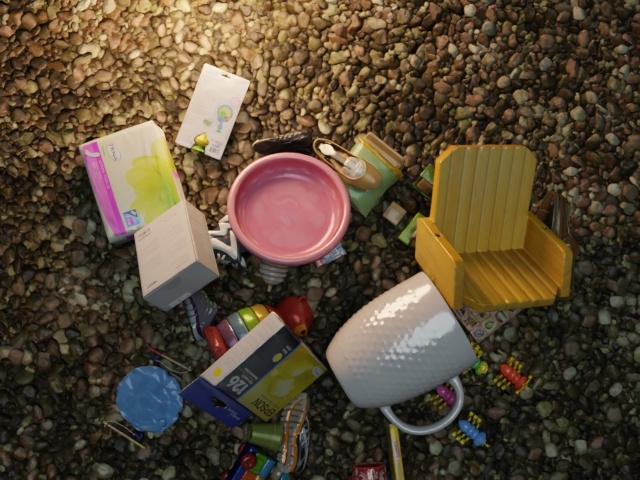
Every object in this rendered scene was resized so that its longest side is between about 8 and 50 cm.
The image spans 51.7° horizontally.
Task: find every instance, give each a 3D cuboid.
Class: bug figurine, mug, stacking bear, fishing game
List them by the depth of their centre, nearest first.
[{"bbox_3d":[0.219,0.321,1.712,0.328,0.276,0.374,-31,84,2],"label":"mug"},{"bbox_3d":[0.118,0.686,1.761,0.150,0.113,0.169,-3,81,-3],"label":"mug"},{"bbox_3d":[-0.153,0.244,1.776,0.289,0.175,0.164,-25,41,-14],"label":"stacking bear"},{"bbox_3d":[0.432,0.418,1.809,0.216,0.072,0.279,37,86,3],"label":"bug figurine"},{"bbox_3d":[-0.463,0.432,1.809,0.189,0.041,0.264,27,93,2],"label":"fishing game"}]

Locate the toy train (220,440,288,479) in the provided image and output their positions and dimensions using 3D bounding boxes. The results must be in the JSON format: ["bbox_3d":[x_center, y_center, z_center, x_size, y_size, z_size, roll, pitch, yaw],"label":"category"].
[{"bbox_3d":[-0.201,0.678,1.767,0.143,0.105,0.248,32,85,-11],"label":"toy train"}]

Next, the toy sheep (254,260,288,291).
[{"bbox_3d":[-0.131,0.077,1.827,0.091,0.091,0.132,11,98,0],"label":"toy sheep"}]

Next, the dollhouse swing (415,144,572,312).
[{"bbox_3d":[0.459,-0.041,1.670,0.347,0.315,0.304,-3,125,-20],"label":"dollhouse swing"}]

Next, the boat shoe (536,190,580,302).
[{"bbox_3d":[0.660,0.019,1.840,0.105,0.111,0.307,4,94,-4],"label":"boat shoe"}]

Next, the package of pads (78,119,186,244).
[{"bbox_3d":[-0.509,-0.162,1.832,0.229,0.101,0.296,-20,86,-2],"label":"package of pads"}]

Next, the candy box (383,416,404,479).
[{"bbox_3d":[0.200,0.585,1.772,0.027,0.105,0.205,-7,85,-2],"label":"candy box"}]

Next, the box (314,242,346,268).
[{"bbox_3d":[0.000,0.000,1.862,0.094,0.027,0.137,-27,85,-5],"label":"box"}]

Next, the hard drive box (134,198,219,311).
[{"bbox_3d":[-0.378,0.036,1.714,0.181,0.089,0.232,-33,47,14],"label":"hard drive box"}]

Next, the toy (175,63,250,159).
[{"bbox_3d":[-0.304,-0.362,1.877,0.137,0.056,0.237,21,90,-3],"label":"toy"}]

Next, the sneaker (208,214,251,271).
[{"bbox_3d":[-0.275,0.048,1.819,0.235,0.094,0.153,-38,78,-14],"label":"sneaker"}]

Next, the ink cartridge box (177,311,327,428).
[{"bbox_3d":[-0.161,0.361,1.701,0.307,0.303,0.072,-42,53,-6],"label":"ink cartridge box"}]

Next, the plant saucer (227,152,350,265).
[{"bbox_3d":[-0.086,-0.078,1.801,0.333,0.084,0.331,2,66,-4],"label":"plant saucer"}]

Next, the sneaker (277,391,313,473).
[{"bbox_3d":[-0.059,0.521,1.793,0.083,0.084,0.214,24,70,-38],"label":"sneaker"}]

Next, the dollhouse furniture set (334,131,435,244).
[{"bbox_3d":[0.184,-0.153,1.817,0.302,0.151,0.197,38,85,3],"label":"dollhouse furniture set"}]

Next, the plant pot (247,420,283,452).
[{"bbox_3d":[-0.152,0.521,1.772,0.079,0.083,0.083,14,84,-19],"label":"plant pot"}]

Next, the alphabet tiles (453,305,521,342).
[{"bbox_3d":[0.449,0.135,1.864,0.198,0.009,0.237,-36,85,-5],"label":"alphabet tiles"}]

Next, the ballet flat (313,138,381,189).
[{"bbox_3d":[0.065,-0.211,1.815,0.232,0.073,0.080,34,91,31],"label":"ballet flat"}]

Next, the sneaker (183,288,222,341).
[{"bbox_3d":[-0.324,0.162,1.806,0.098,0.083,0.223,-14,110,-13],"label":"sneaker"}]

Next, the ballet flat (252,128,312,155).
[{"bbox_3d":[-0.108,-0.280,1.885,0.173,0.049,0.057,-10,130,-1],"label":"ballet flat"}]
